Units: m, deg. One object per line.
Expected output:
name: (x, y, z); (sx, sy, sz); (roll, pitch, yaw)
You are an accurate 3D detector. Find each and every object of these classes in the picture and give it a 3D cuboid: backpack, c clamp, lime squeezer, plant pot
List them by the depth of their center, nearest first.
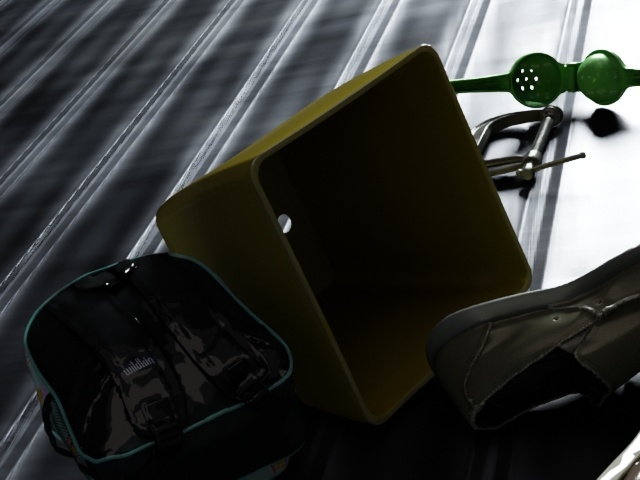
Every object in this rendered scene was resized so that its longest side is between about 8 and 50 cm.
backpack: (-0.114, 0.103, 1.025); (0.165, 0.144, 0.188); (-27, 50, -18)
plant pot: (0.000, 0.000, 1.135); (0.187, 0.212, 0.212); (-8, 23, 48)
c clamp: (0.194, -0.092, 1.406); (0.137, 0.022, 0.161); (-14, 24, 21)
lime squeezer: (0.244, -0.162, 1.435); (0.310, 0.059, 0.110); (0, -6, 16)

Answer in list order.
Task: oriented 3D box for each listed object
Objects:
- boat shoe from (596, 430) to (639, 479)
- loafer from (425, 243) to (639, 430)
boat shoe: (0.206, 0.158, 0.766); (0.096, 0.117, 0.324); (-5, 21, 30)
loafer: (0.199, 0.071, 1.001); (0.251, 0.094, 0.087); (-21, 48, 13)
